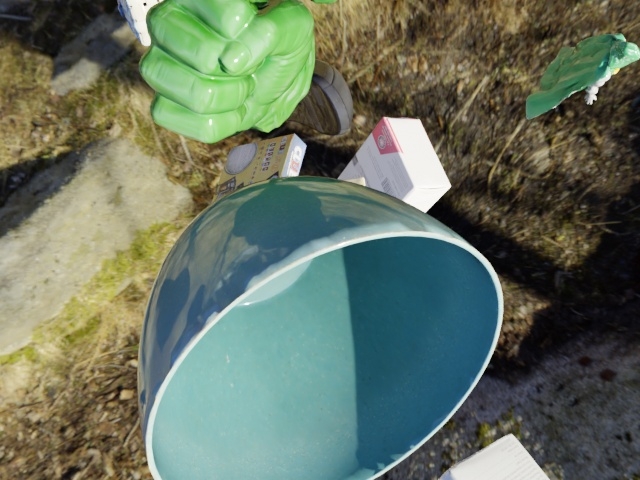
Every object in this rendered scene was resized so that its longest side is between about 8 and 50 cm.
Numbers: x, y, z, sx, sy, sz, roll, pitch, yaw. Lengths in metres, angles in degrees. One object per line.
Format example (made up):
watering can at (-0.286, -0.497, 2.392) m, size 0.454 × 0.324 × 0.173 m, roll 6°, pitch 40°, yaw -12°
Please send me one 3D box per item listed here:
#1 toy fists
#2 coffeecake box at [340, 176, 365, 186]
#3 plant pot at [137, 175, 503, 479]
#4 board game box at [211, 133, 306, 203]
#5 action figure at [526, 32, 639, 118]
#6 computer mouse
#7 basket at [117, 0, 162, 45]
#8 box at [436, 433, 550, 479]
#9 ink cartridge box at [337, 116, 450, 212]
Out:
toy fists at (-0.028, -0.187, 0.480) m, size 0.096 × 0.142 × 0.279 m, roll 49°, pitch 115°, yaw 21°
coffeecake box at (0.000, 0.000, 0.901) m, size 0.142 × 0.185 × 0.068 m, roll -8°, pitch 61°, yaw 4°
plant pot at (-0.024, 0.058, 0.559) m, size 0.290 × 0.290 × 0.195 m, roll -42°, pitch 45°, yaw 6°
board game box at (-0.128, -0.074, 1.212) m, size 0.165 × 0.042 × 0.243 m, roll -5°, pitch 59°, yaw 36°
action figure at (0.406, -0.259, 1.007) m, size 0.063 × 0.232 × 0.137 m, roll 23°, pitch 88°, yaw -7°
computer mouse at (-0.044, -0.237, 0.882) m, size 0.060 × 0.262 × 0.184 m, roll -38°, pitch 119°, yaw -18°
basket at (-0.376, -0.592, 1.603) m, size 0.254 × 0.201 × 0.289 m, roll -15°, pitch 42°, yaw -3°
box at (0.173, 0.347, 0.787) m, size 0.181 × 0.181 × 0.119 m, roll -52°, pitch 61°, yaw 25°
ink cartridge box at (0.126, -0.102, 1.241) m, size 0.092 × 0.218 × 0.159 m, roll -5°, pitch 63°, yaw -32°
